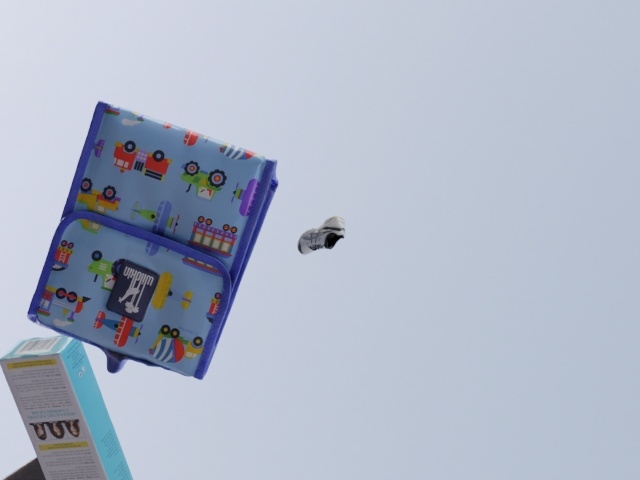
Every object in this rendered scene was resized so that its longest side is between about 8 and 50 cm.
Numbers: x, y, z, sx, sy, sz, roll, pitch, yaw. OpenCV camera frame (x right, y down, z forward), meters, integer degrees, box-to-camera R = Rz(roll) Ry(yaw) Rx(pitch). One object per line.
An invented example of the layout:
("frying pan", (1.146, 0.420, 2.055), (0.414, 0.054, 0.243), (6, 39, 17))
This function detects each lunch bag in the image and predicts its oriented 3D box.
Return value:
("lunch bag", (-0.200, 0.017, 1.381), (0.221, 0.138, 0.293), (19, -99, 2))

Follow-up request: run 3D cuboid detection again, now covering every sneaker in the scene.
("sneaker", (0.000, 0.000, 1.602), (0.083, 0.032, 0.037), (-37, -136, 30))

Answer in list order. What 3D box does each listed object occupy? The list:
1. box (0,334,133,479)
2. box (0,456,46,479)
("box", (-0.345, 0.250, 1.599), (0.101, 0.060, 0.244), (-7, -68, 21))
("box", (-0.404, 0.583, 1.917), (0.343, 0.179, 0.312), (27, -43, 39))
